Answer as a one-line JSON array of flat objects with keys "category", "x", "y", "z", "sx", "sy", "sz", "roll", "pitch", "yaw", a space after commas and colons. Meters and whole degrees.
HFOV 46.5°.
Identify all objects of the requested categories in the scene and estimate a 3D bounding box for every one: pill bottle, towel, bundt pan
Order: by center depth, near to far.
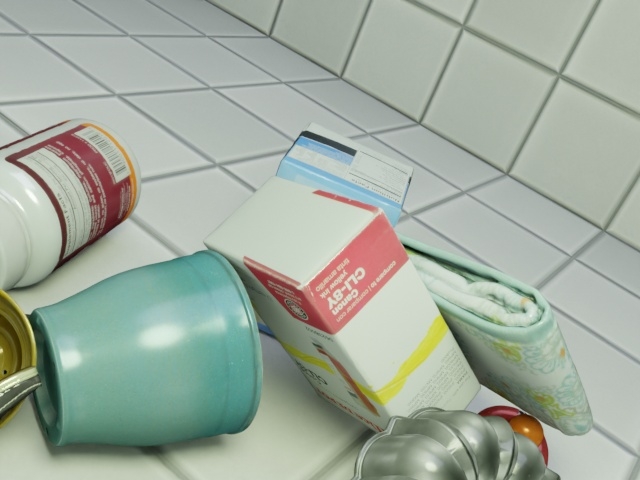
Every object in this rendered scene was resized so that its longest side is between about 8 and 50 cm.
[{"category": "bundt pan", "x": 0.195, "y": 0.368, "z": 0.954, "sx": 0.330, "sy": 0.124, "sz": 0.331, "roll": 11, "pitch": 64, "yaw": -24}, {"category": "towel", "x": 0.239, "y": 0.133, "z": 1.178, "sx": 0.374, "sy": 0.090, "sz": 0.320, "roll": 29, "pitch": -16, "yaw": 45}, {"category": "pill bottle", "x": -0.492, "y": -0.057, "z": 1.269, "sx": 0.224, "sy": 0.224, "sz": 0.392, "roll": 26, "pitch": 27, "yaw": 6}]

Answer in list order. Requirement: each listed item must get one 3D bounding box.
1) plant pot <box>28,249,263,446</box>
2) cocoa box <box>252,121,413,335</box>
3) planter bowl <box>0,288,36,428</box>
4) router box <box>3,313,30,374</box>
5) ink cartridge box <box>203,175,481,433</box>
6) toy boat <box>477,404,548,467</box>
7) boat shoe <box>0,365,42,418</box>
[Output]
[{"category": "plant pot", "x": -0.256, "y": 0.161, "z": 1.029, "sx": 0.255, "sy": 0.272, "sz": 0.272, "roll": -7, "pitch": 39, "yaw": -33}, {"category": "cocoa box", "x": 0.000, "y": 0.000, "z": 1.405, "sx": 0.231, "sy": 0.347, "sz": 0.228, "roll": 23, "pitch": 27, "yaw": 1}, {"category": "planter bowl", "x": -0.472, "y": 0.160, "z": 0.988, "sx": 0.217, "sy": 0.217, "sz": 0.090, "roll": 24, "pitch": -9, "yaw": 2}, {"category": "router box", "x": -0.423, "y": 0.164, "z": 1.124, "sx": 0.092, "sy": 0.038, "sz": 0.122, "roll": 11, "pitch": 29, "yaw": -23}, {"category": "ink cartridge box", "x": 0.038, "y": 0.115, "z": 1.121, "sx": 0.160, "sy": 0.385, "sz": 0.279, "roll": -45, "pitch": 34, "yaw": -18}, {"category": "toy boat", "x": 0.317, "y": 0.349, "z": 1.233, "sx": 0.150, "sy": 0.151, "sz": 0.231, "roll": 27, "pitch": 27, "yaw": 8}, {"category": "boat shoe", "x": -0.424, "y": 0.237, "z": 0.884, "sx": 0.223, "sy": 0.080, "sz": 0.073, "roll": -36, "pitch": 92, "yaw": -23}]
